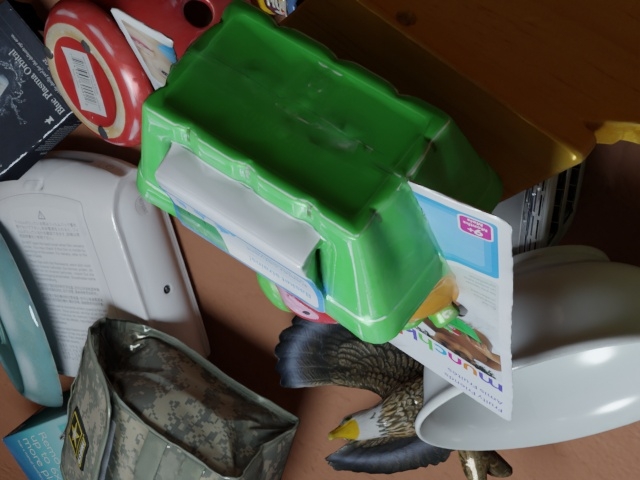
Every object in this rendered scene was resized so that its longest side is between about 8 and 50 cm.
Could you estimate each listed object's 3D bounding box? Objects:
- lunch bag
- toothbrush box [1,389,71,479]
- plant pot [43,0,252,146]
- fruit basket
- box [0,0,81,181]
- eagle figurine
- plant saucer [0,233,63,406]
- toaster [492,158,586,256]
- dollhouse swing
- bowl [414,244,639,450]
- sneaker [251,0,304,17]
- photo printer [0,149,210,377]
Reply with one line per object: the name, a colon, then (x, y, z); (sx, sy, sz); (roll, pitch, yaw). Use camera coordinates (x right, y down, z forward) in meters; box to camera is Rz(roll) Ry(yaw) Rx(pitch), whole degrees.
lunch bag: (-0.198, 0.255, 1.700); (0.287, 0.169, 0.235); (31, 128, 18)
toothbrush box: (-0.269, 0.301, 1.953); (0.295, 0.126, 0.216); (-23, 103, 43)
plant pot: (-0.180, -0.203, 1.490); (0.191, 0.174, 0.191); (33, 143, 30)
fruit basket: (0.000, 0.000, 1.058); (0.327, 0.165, 0.353); (32, 157, 21)
box: (-0.370, -0.177, 1.687); (0.158, 0.093, 0.156); (-40, 91, 8)
eagle figurine: (0.093, 0.180, 1.583); (0.298, 0.225, 0.226); (13, 86, 67)
plant saucer: (-0.429, 0.086, 1.889); (0.318, 0.043, 0.318); (52, 156, 34)
toaster: (0.171, -0.074, 1.364); (0.146, 0.129, 0.227); (21, 131, 23)
dollhouse swing: (0.138, -0.150, 1.194); (0.315, 0.347, 0.305); (37, 144, 11)
bowl: (0.224, 0.093, 1.349); (0.298, 0.297, 0.134); (-38, 54, 45)
sneaker: (-0.025, -0.255, 1.426); (0.185, 0.084, 0.070); (3, 119, 36)
photo printer: (-0.289, 0.031, 1.801); (0.256, 0.107, 0.308); (2, 118, 38)
